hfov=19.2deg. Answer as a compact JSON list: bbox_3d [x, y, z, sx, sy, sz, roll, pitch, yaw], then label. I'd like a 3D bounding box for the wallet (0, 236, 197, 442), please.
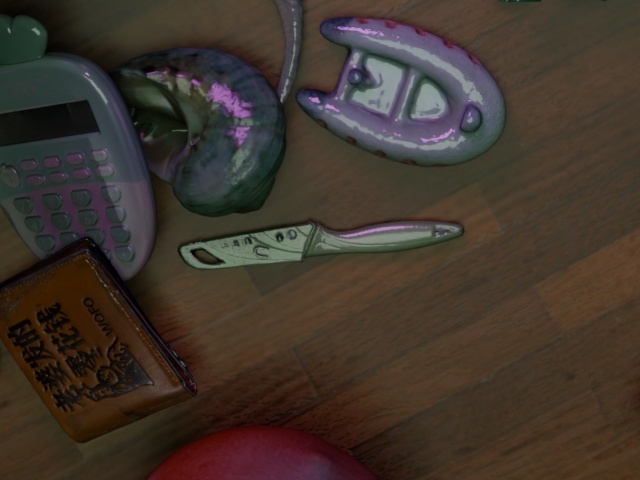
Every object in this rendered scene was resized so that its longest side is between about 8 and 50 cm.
[{"bbox_3d":[-0.239,0.106,1.911,0.161,0.042,0.195,-25,104,31],"label":"wallet"}]

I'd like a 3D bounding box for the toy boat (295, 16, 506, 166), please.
[{"bbox_3d":[0.084,-0.143,1.869,0.208,0.079,0.134,21,98,-1],"label":"toy boat"}]

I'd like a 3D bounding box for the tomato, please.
[{"bbox_3d":[-0.051,0.334,1.841,0.322,0.321,0.321,0,101,2],"label":"tomato"}]

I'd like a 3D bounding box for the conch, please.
[{"bbox_3d":[-0.114,-0.106,1.860,0.176,0.122,0.188,-18,98,26],"label":"conch"}]

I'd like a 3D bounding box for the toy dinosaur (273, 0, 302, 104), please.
[{"bbox_3d":[-0.041,-0.322,1.833,0.206,0.092,0.392,3,118,3],"label":"toy dinosaur"}]

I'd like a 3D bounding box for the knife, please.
[{"bbox_3d":[0.000,0.000,1.926,0.293,0.020,0.043,-7,102,4],"label":"knife"}]

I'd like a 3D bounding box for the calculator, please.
[{"bbox_3d":[-0.257,-0.089,1.865,0.186,0.041,0.298,-7,113,30],"label":"calculator"}]
